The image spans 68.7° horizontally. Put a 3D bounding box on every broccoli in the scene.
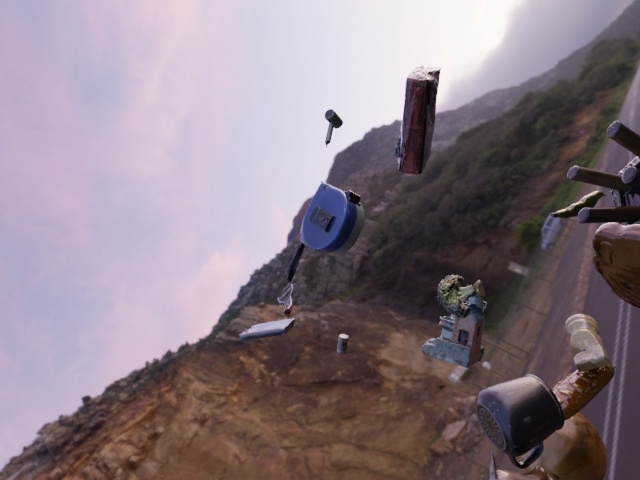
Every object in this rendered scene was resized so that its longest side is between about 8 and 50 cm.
[{"bbox_3d":[0.311,0.124,1.061,0.092,0.095,0.097,-26,-5,17],"label":"broccoli"}]

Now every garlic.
[{"bbox_3d":[0.431,0.554,1.050,0.090,0.198,0.129,-8,59,65],"label":"garlic"}]

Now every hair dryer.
[{"bbox_3d":[0.034,-0.344,1.475,0.063,0.037,0.124,32,-115,-52],"label":"hair dryer"}]

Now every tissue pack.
[{"bbox_3d":[0.331,-0.415,1.615,0.245,0.123,0.333,-54,-31,-54],"label":"tissue pack"}]

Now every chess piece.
[{"bbox_3d":[0.754,0.294,1.326,0.200,0.090,0.090,-49,-23,-61],"label":"chess piece"}]

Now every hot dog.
[{"bbox_3d":[0.710,0.412,1.300,0.269,0.072,0.115,-26,-22,-27],"label":"hot dog"}]

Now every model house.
[{"bbox_3d":[0.561,0.308,1.866,0.267,0.194,0.325,9,-86,-58],"label":"model house"}]

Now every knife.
[{"bbox_3d":[-0.153,0.296,2.263,0.123,0.053,0.278,-50,14,7],"label":"knife"}]

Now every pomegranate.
[{"bbox_3d":[0.858,0.742,1.663,0.307,0.307,0.307,-50,-25,-34],"label":"pomegranate"}]

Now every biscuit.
[{"bbox_3d":[0.811,0.097,1.112,0.074,0.359,0.381,-48,-26,-9],"label":"biscuit"}]

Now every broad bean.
[{"bbox_3d":[1.037,-0.132,1.879,0.297,0.060,0.043,-23,-6,-20],"label":"broad bean"}]

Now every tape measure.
[{"bbox_3d":[0.000,0.000,1.445,0.097,0.215,0.351,20,-83,-39],"label":"tape measure"}]

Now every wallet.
[{"bbox_3d":[-0.182,0.318,1.668,0.222,0.167,0.036,7,-106,-84],"label":"wallet"}]

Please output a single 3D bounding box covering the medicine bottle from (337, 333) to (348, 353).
[{"bbox_3d":[0.105,0.488,2.205,0.047,0.047,0.083,-20,-61,-62],"label":"medicine bottle"}]

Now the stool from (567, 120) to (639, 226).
[{"bbox_3d":[1.047,-0.206,1.593,0.310,0.226,0.310,113,169,-53],"label":"stool"}]

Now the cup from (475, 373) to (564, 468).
[{"bbox_3d":[0.506,0.456,1.181,0.176,0.169,0.223,-22,-80,-13],"label":"cup"}]
